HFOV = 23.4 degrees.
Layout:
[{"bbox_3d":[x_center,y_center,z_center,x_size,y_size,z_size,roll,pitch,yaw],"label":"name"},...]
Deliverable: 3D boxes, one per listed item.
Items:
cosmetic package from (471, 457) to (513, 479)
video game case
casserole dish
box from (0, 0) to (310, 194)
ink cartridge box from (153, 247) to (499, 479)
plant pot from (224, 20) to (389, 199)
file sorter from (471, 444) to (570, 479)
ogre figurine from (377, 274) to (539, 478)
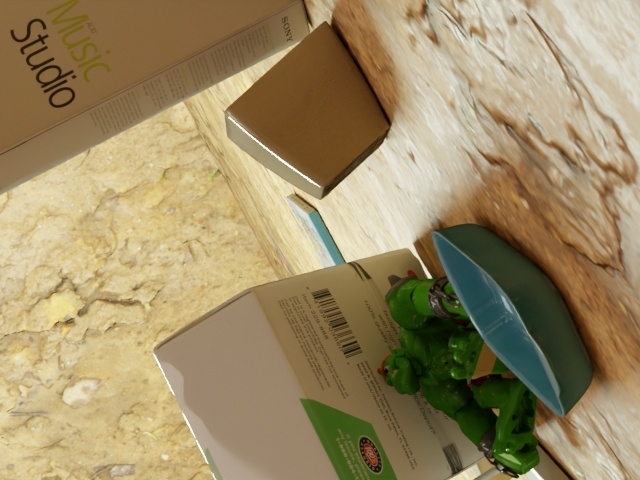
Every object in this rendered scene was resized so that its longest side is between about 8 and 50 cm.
[{"bbox_3d":[0.157,0.192,1.559,0.060,0.041,0.115,52,170,53],"label":"cosmetic package"},{"bbox_3d":[0.000,0.000,2.119,0.119,0.015,0.166,62,174,-15],"label":"video game case"},{"bbox_3d":[0.133,0.047,1.057,0.114,0.037,0.188,62,175,-23],"label":"casserole dish"},{"bbox_3d":[-0.203,-0.196,1.337,0.232,0.322,0.058,56,169,30],"label":"box"},{"bbox_3d":[0.021,0.137,1.343,0.289,0.121,0.211,-11,-108,-60],"label":"ink cartridge box"},{"bbox_3d":[-0.005,-0.095,1.249,0.096,0.109,0.109,48,173,4],"label":"plant pot"},{"bbox_3d":[0.199,0.356,1.362,0.277,0.173,0.193,63,173,-27],"label":"file sorter"},{"bbox_3d":[0.113,0.100,1.258,0.118,0.097,0.197,24,164,50],"label":"ogre figurine"}]
